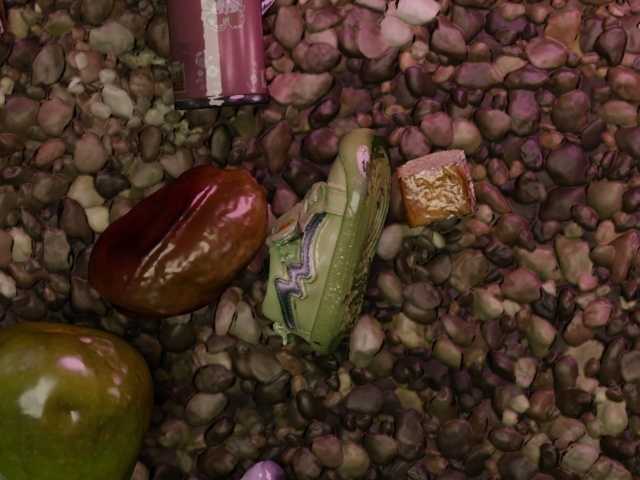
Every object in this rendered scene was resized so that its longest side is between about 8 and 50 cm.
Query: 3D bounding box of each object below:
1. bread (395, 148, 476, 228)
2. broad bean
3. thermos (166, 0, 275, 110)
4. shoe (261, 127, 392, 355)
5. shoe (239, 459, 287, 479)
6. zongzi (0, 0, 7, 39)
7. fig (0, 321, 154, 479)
[{"bbox_3d":[0.131,-0.057,1.750,0.083,0.076,0.070,-12,104,11],"label":"bread"},{"bbox_3d":[-0.160,0.004,1.786,0.228,0.156,0.122,-32,131,5],"label":"broad bean"},{"bbox_3d":[-0.111,-0.316,1.750,0.136,0.109,0.330,-4,94,11],"label":"thermos"},{"bbox_3d":[0.007,0.002,1.741,0.128,0.140,0.262,9,103,0],"label":"shoe"},{"bbox_3d":[-0.143,0.336,1.825,0.137,0.095,0.245,36,107,3],"label":"shoe"},{"bbox_3d":[-0.383,-0.286,1.846,0.083,0.040,0.076,-42,94,-6],"label":"zongzi"},{"bbox_3d":[-0.324,0.232,1.786,0.233,0.233,0.314,33,105,6],"label":"fig"}]
